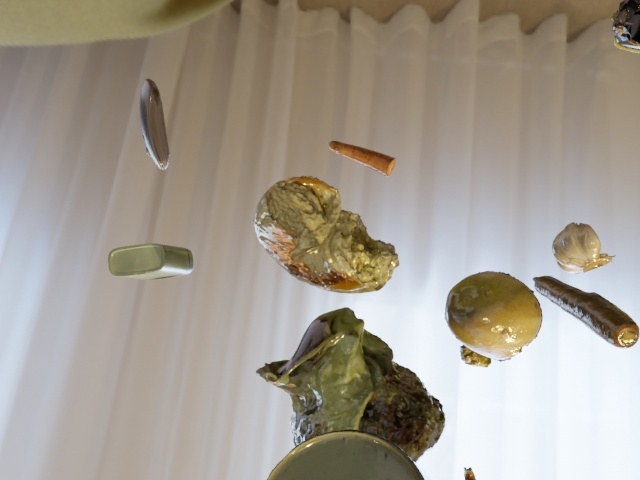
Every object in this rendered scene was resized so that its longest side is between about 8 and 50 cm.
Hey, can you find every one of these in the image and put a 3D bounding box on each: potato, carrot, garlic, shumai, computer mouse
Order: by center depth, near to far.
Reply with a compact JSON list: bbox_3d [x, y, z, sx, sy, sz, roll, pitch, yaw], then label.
[{"bbox_3d":[0.444,0.010,1.351,0.074,0.094,0.113,-2,153,-21],"label":"garlic"},{"bbox_3d":[0.503,0.123,1.502,0.070,0.070,0.342,14,-169,-16],"label":"carrot"},{"bbox_3d":[0.322,0.151,1.549,0.117,0.182,0.202,3,-164,-42],"label":"potato"},{"bbox_3d":[0.065,0.325,1.712,0.395,0.348,0.395,-22,-174,2],"label":"shumai"},{"bbox_3d":[-0.424,-0.291,1.963,0.057,0.120,0.232,-12,123,-16],"label":"computer mouse"},{"bbox_3d":[0.114,-0.247,2.256,0.210,0.061,0.061,24,162,19],"label":"carrot"}]

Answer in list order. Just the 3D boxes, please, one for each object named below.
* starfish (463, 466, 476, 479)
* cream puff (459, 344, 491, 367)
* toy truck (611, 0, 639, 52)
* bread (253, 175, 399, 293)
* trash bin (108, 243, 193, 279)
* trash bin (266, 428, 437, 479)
[{"bbox_3d":[0.301,0.649,1.710,0.094,0.327,0.375,31,130,8],"label":"starfish"},{"bbox_3d":[0.374,0.278,1.894,0.083,0.083,0.058,-8,157,-40],"label":"cream puff"},{"bbox_3d":[0.722,-0.592,1.568,0.181,0.254,0.405,15,129,16],"label":"toy truck"},{"bbox_3d":[0.001,0.004,1.645,0.314,0.171,0.192,31,147,-6],"label":"bread"},{"bbox_3d":[-0.316,0.041,1.463,0.116,0.059,0.130,-8,173,12],"label":"trash bin"},{"bbox_3d":[0.088,0.454,1.151,0.280,0.280,0.432,-2,152,19],"label":"trash bin"}]
